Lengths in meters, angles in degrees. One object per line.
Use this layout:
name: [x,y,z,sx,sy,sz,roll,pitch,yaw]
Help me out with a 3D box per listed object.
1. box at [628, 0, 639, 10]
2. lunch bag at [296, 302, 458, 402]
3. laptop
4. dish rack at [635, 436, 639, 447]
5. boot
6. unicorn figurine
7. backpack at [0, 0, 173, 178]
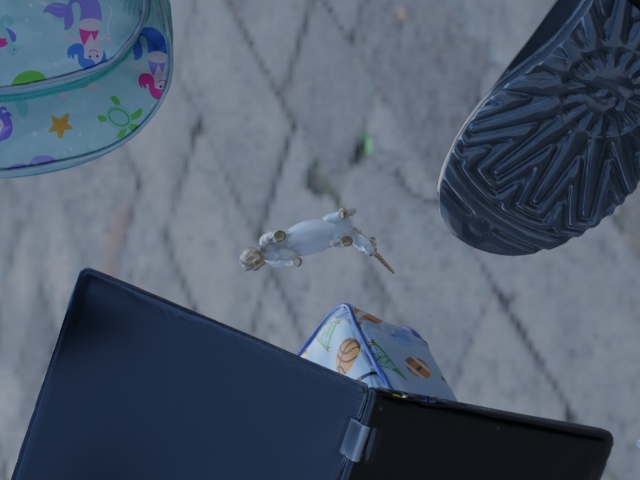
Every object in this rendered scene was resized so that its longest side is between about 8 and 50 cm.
box: [0.313,-0.169,1.199,0.257,0.322,0.079,16,91,23]
lunch bag: [0.031,0.222,1.883,0.243,0.115,0.303,-55,31,20]
laptop: [-0.032,0.268,1.583,0.236,0.408,0.382,31,104,54]
dish rack: [0.423,0.117,1.398,0.285,0.333,0.072,-32,68,40]
boot: [0.252,-0.220,1.720,0.367,0.146,0.445,-50,13,26]
unicorn figurine: [0.000,0.000,1.806,0.111,0.162,0.060,159,111,-81]
backpack: [-0.214,-0.169,1.334,0.191,0.225,0.253,-151,51,-73]
